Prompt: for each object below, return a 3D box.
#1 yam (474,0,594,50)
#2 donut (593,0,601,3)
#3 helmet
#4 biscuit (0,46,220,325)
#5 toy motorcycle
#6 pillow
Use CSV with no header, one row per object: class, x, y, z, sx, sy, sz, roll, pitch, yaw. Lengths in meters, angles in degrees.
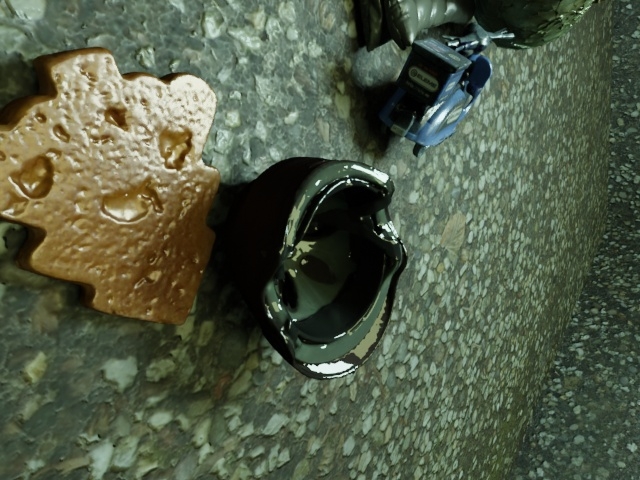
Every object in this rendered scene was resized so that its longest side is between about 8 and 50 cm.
yam,0.412,-0.514,0.858,0.348,0.240,0.241,-30,122,-69
donut,0.599,-0.618,1.178,0.152,0.259,0.101,-23,102,-26
helmet,-0.019,0.027,0.603,0.224,0.177,0.306,-31,129,-35
biscuit,-0.205,-0.037,0.473,0.283,0.043,0.307,-35,125,-42
toy motorcycle,0.236,-0.289,0.837,0.358,0.125,0.213,-40,163,-47
pillow,0.175,-0.479,0.790,0.326,0.101,0.228,-38,126,-41
